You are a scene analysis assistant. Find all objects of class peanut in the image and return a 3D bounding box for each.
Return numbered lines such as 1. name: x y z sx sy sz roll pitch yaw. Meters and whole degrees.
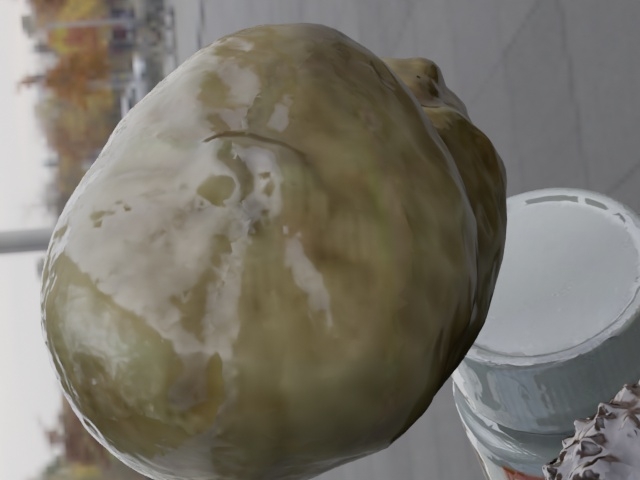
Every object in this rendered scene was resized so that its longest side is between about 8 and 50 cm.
1. peanut: 0.000 0.000 0.513 0.253 0.122 0.137 -19 -58 -73

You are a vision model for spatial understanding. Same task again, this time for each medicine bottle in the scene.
1. medicine bottle: 0.230 0.145 1.378 0.211 0.211 0.371 -101 -10 -45

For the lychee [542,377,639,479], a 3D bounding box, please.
1. lychee: 0.251 0.202 0.847 0.300 0.300 0.300 176 90 -83
